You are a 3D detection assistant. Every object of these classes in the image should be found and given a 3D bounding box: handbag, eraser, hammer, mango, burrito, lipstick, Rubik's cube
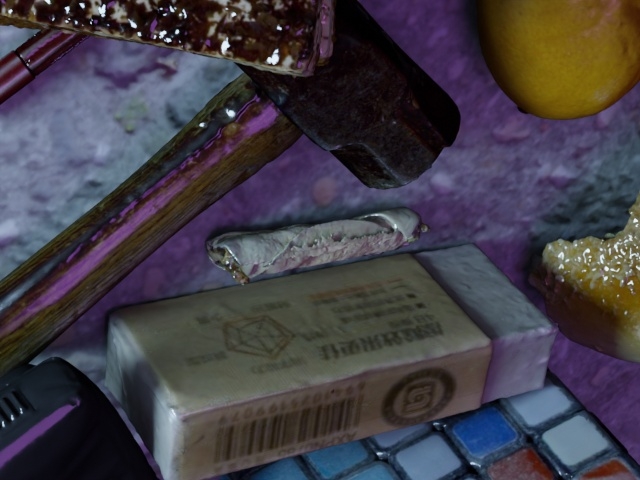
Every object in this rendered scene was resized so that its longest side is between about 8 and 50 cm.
[{"bbox_3d":[-0.250,0.229,1.263,0.275,0.088,0.244,-39,137,-14],"label":"handbag"},{"bbox_3d":[0.010,0.090,1.370,0.343,0.144,0.078,-10,127,-26],"label":"eraser"},{"bbox_3d":[-0.109,-0.028,1.241,0.409,0.095,0.242,-41,136,5],"label":"hammer"},{"bbox_3d":[0.190,-0.191,1.293,0.147,0.109,0.227,-6,131,1],"label":"mango"},{"bbox_3d":[0.000,0.000,1.366,0.185,0.041,0.045,-9,152,-30],"label":"burrito"},{"bbox_3d":[-0.180,-0.133,1.156,0.176,0.027,0.027,-37,136,-4],"label":"lipstick"},{"bbox_3d":[0.108,0.279,1.481,0.287,0.292,0.293,-26,132,-14],"label":"Rubik's cube"}]

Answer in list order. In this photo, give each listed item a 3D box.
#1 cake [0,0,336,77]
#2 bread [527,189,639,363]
[{"bbox_3d":[-0.107,-0.185,1.067,0.246,0.112,0.135,10,96,5],"label":"cake"},{"bbox_3d":[0.352,0.001,1.485,0.314,0.192,0.171,-31,136,-8],"label":"bread"}]
